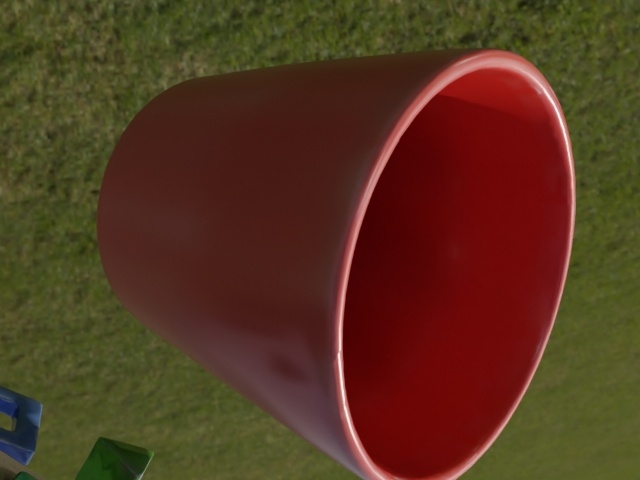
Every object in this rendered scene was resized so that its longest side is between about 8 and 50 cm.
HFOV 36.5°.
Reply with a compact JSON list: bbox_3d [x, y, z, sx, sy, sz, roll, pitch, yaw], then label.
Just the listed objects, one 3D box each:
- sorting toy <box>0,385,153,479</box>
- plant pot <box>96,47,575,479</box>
[{"bbox_3d":[-0.163,0.131,0.438,0.047,0.196,0.347,-59,-175,10],"label":"sorting toy"},{"bbox_3d":[0.000,0.000,0.651,0.243,0.274,0.275,15,178,37],"label":"plant pot"}]
